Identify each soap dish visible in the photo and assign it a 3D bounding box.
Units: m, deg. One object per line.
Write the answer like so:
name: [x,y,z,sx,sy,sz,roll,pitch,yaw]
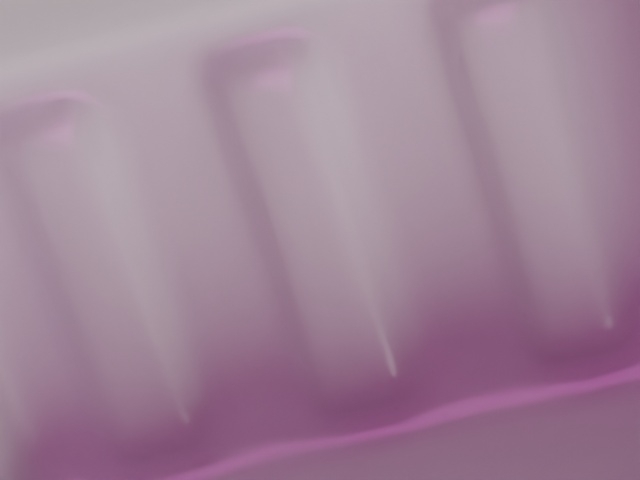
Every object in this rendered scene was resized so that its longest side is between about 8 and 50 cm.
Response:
soap dish: [0.000,0.000,0.452,0.291,0.118,0.229,-15,109,11]
